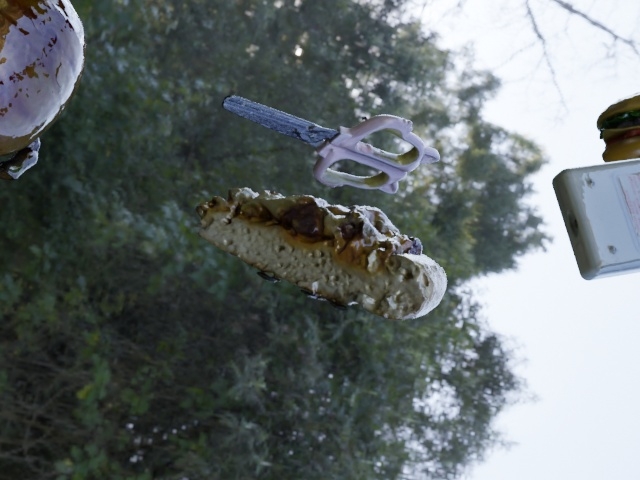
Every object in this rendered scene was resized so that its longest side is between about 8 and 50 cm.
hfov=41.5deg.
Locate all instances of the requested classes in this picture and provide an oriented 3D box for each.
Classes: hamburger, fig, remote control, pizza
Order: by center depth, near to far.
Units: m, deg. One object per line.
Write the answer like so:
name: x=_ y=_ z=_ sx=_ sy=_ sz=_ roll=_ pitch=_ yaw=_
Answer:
pizza: x=0.000 y=-0.001 z=0.624 sx=0.154 sy=0.194 sz=0.069 roll=-41 pitch=151 yaw=-81
remote control: x=0.274 y=-0.024 z=0.647 sx=0.029 sy=0.190 sz=0.087 roll=122 pitch=-43 yaw=-68
fig: x=-0.374 y=-0.198 z=0.935 sx=0.214 sy=0.235 sz=0.235 roll=40 pitch=60 yaw=-68
hamburger: x=0.518 y=-0.168 z=1.335 sx=0.162 sy=0.162 sz=0.115 roll=-23 pitch=-116 yaw=61

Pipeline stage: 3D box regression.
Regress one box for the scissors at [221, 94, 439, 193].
scissors: x=0.010 y=-0.129 z=1.072 sx=0.160 sy=0.318 sz=0.024 roll=-36 pitch=-129 yaw=38
